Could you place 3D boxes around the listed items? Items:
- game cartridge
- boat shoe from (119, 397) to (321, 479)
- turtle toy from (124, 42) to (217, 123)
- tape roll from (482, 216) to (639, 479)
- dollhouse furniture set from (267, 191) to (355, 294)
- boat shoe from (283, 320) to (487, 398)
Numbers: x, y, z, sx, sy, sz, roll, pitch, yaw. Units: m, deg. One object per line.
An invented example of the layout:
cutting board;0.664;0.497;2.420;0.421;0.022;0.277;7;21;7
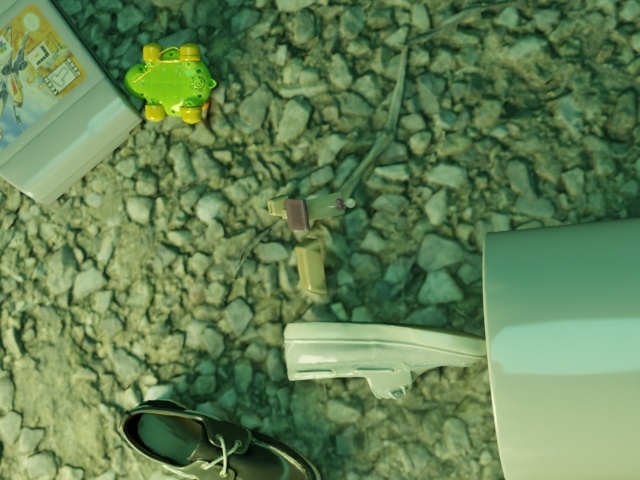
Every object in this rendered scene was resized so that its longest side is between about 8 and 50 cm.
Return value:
game cartridge;-0.382;-0.201;1.229;0.198;0.062;0.297;-39;71;0
boat shoe;-0.113;0.239;1.047;0.233;0.079;0.084;20;82;17
turtle toy;-0.184;-0.194;1.164;0.130;0.066;0.095;5;103;19
tape roll;0.250;0.104;0.888;0.169;0.246;0.246;-7;77;14
dollhouse furniture set;0.000;0.000;1.103;0.081;0.091;0.114;-13;99;-28
boat shoe;0.068;0.130;1.027;0.227;0.079;0.081;1;88;20
